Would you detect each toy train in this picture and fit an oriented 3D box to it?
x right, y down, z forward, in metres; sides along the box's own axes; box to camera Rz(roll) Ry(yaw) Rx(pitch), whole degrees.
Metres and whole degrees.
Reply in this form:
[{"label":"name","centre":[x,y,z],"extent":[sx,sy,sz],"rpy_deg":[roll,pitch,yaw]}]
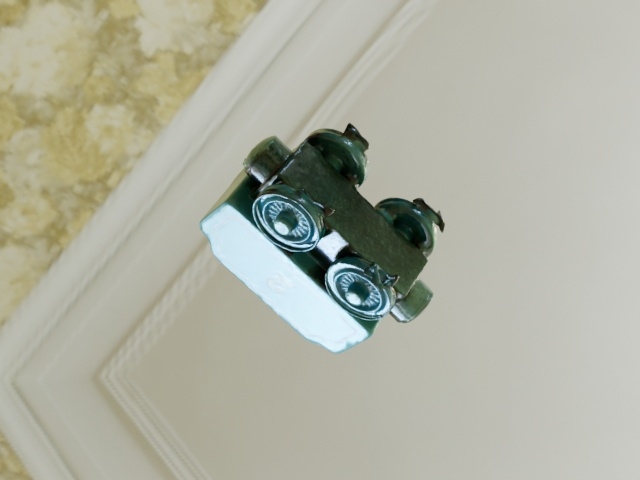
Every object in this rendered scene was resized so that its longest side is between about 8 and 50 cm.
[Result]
[{"label":"toy train","centre":[0.000,0.000,1.071],"extent":[0.163,0.203,0.112],"rpy_deg":[-34,-166,50]}]
